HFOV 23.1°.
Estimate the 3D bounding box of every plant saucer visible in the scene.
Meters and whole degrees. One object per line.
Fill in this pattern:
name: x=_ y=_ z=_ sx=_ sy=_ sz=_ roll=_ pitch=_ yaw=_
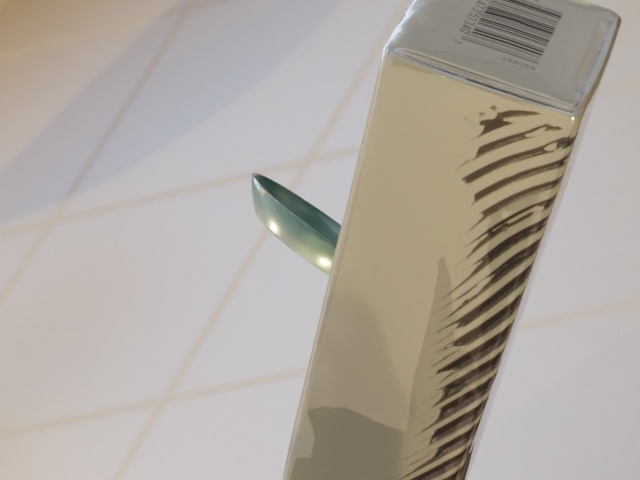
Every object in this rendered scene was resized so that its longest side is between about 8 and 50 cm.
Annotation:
plant saucer: x=0.000 y=0.000 z=0.991 sx=0.119 sy=0.021 sz=0.119 roll=35 pitch=-174 yaw=-4

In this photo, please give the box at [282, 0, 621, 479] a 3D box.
box: x=0.060 y=0.012 z=0.780 sx=0.094 sy=0.113 sz=0.275 roll=20 pitch=128 yaw=10
